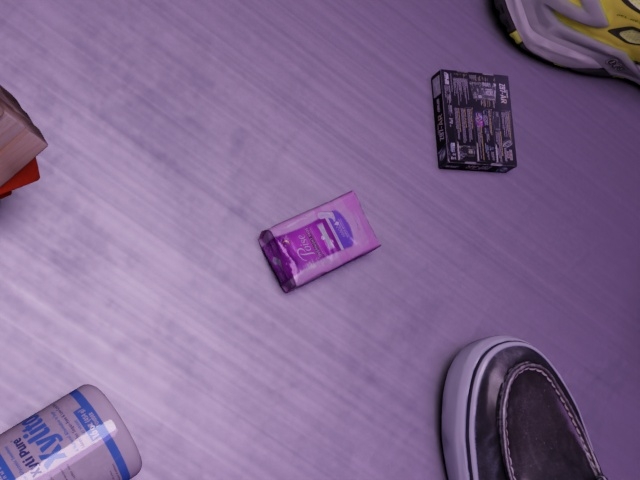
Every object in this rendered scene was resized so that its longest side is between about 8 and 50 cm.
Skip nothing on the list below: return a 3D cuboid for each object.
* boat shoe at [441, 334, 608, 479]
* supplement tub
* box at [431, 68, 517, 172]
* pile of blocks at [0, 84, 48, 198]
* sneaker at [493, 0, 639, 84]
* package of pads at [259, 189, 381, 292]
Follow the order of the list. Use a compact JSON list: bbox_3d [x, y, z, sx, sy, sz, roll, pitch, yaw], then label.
[{"bbox_3d":[0.187,0.228,0.688,0.121,0.119,0.335,-12,82,-23],"label":"boat shoe"},{"bbox_3d":[-0.175,0.146,0.599,0.107,0.071,0.071,-31,89,-25],"label":"supplement tub"},{"bbox_3d":[0.130,-0.101,0.802,0.067,0.018,0.083,1,77,-20],"label":"box"},{"bbox_3d":[-0.289,0.041,0.579,0.362,0.149,0.112,-60,144,-13],"label":"pile of blocks"},{"bbox_3d":[0.348,-0.194,0.838,0.384,0.147,0.145,9,72,-20],"label":"sneaker"},{"bbox_3d":[0.000,0.000,0.722,0.083,0.032,0.050,-25,84,-24],"label":"package of pads"}]
